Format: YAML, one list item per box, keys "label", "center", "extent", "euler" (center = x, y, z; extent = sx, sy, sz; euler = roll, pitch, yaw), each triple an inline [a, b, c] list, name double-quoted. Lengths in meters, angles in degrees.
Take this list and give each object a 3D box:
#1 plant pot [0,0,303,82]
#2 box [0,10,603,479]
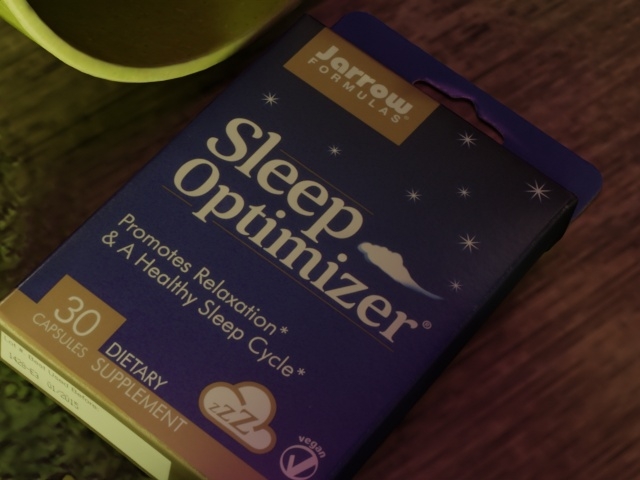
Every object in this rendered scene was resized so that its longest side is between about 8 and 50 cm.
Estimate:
- label: "plant pot"
  center: [-0.139, -0.242, 0.762]
  extent: [0.293, 0.275, 0.275]
  euler: [27, 57, 28]
- label: "box"
  center: [0.000, 0.000, 0.736]
  extent: [0.136, 0.036, 0.225]
  euler: [35, 59, 14]
